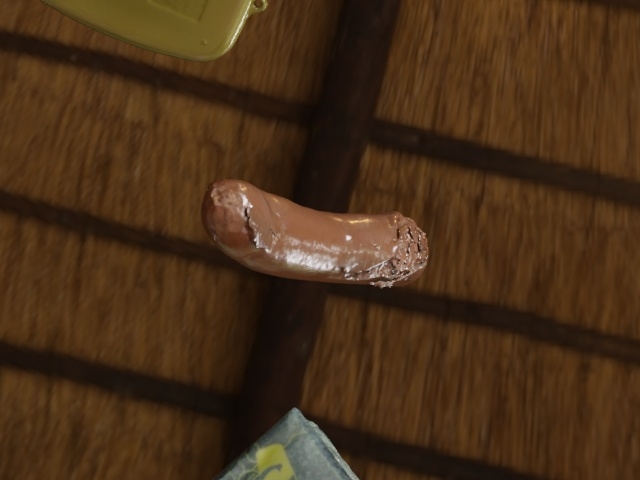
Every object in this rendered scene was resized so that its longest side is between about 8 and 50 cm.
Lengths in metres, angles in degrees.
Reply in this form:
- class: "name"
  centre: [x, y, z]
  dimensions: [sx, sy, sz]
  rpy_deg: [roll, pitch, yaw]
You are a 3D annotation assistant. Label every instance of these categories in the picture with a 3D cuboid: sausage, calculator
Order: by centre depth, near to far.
- class: "calculator"
  centre: [-0.152, -0.234, 1.246]
  dimensions: [0.237, 0.033, 0.157]
  rpy_deg: [23, -65, -2]
- class: "sausage"
  centre: [-0.001, -0.001, 1.282]
  dimensions: [0.078, 0.078, 0.304]
  rpy_deg: [-34, -24, 28]

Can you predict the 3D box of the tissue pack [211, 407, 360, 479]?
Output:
- class: "tissue pack"
  centre: [-0.008, 0.279, 1.157]
  dimensions: [0.185, 0.257, 0.081]
  rpy_deg: [-41, -27, 0]
